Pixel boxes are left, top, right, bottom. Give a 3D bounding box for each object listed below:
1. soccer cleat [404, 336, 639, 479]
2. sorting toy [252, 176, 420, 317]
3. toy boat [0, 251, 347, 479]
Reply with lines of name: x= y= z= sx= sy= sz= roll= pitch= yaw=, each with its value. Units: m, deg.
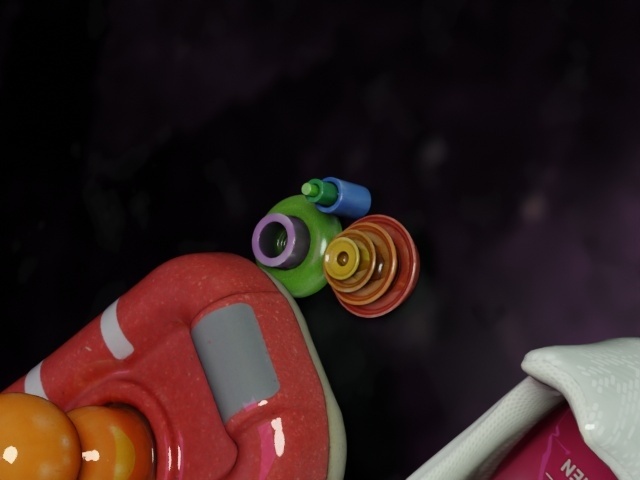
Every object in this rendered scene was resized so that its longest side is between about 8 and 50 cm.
soccer cleat: x=0.037 y=0.169 z=0.781 sx=0.116 sy=0.143 sz=0.331 roll=44 pitch=108 yaw=34
sorting toy: x=0.000 y=0.000 z=0.905 sx=0.102 sy=0.042 sz=0.061 roll=13 pitch=89 yaw=38
toy boat: x=-0.111 y=0.104 z=0.896 sx=0.231 sy=0.151 sz=0.151 roll=-38 pitch=61 yaw=29
